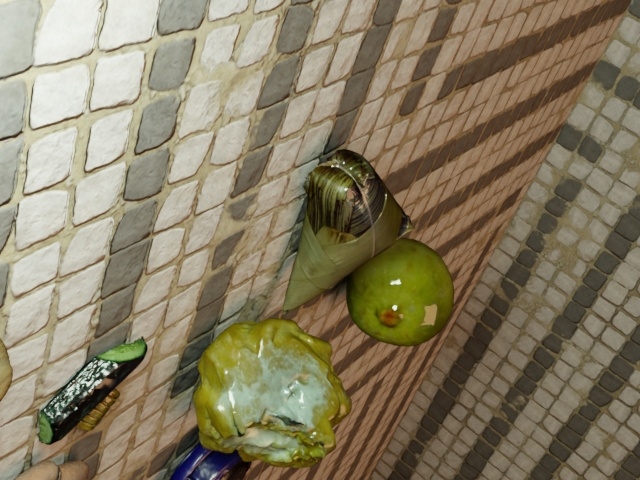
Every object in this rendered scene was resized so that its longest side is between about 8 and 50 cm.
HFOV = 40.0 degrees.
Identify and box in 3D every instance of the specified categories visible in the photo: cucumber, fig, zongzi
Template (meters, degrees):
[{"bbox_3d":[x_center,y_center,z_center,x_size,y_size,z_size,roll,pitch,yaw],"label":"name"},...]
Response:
[{"bbox_3d":[-0.349,0.221,1.337,0.220,0.046,0.070,-47,151,-17],"label":"cucumber"},{"bbox_3d":[0.200,0.112,2.099,0.258,0.258,0.326,-61,172,21],"label":"fig"},{"bbox_3d":[0.000,0.000,1.618,0.317,0.154,0.289,-47,152,0],"label":"zongzi"}]

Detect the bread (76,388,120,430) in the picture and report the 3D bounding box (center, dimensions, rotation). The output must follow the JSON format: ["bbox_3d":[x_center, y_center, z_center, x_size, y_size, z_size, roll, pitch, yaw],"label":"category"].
[{"bbox_3d":[-0.358,0.268,1.405,0.088,0.034,0.049,-51,154,-5],"label":"bread"}]

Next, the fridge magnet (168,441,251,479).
[{"bbox_3d":[-0.247,0.519,1.952,0.265,0.113,0.265,-45,161,-21],"label":"fridge magnet"}]

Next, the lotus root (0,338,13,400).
[{"bbox_3d":[-0.440,0.145,0.957,0.170,0.074,0.261,-55,159,1],"label":"lotus root"}]

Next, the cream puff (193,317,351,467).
[{"bbox_3d":[-0.114,0.287,1.709,0.270,0.323,0.274,-17,-125,56],"label":"cream puff"}]

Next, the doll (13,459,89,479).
[{"bbox_3d":[-0.438,0.443,1.349,0.303,0.156,0.201,-17,133,-66],"label":"doll"}]
